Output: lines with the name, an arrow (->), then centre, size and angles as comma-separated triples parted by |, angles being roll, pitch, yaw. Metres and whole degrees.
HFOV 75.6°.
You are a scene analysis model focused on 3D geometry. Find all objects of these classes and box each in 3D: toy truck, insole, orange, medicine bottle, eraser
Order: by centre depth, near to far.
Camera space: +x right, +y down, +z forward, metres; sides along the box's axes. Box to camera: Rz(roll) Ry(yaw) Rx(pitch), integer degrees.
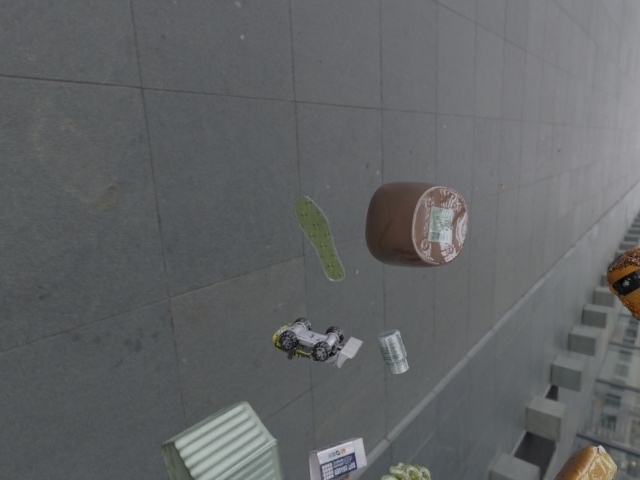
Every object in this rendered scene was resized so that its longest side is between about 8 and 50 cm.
orange -> 0.927, 0.125, 1.141 | 0.234, 0.234, 0.182 | -14, 142, -48
toy truck -> -0.014, 0.336, 1.321 | 0.136, 0.285, 0.111 | -34, 132, -60
insole -> 0.000, 0.000, 1.324 | 0.007, 0.109, 0.322 | -51, 124, -52
medicine bottle -> 0.242, 0.368, 1.366 | 0.080, 0.080, 0.131 | -19, 90, -47
eraser -> 0.083, 1.006, 1.899 | 0.287, 0.086, 0.131 | 3, 71, -39

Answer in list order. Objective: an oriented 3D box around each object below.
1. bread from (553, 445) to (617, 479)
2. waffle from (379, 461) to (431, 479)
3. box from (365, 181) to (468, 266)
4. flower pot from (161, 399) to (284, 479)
bread -> 0.849, 0.776, 1.341 | 0.241, 0.107, 0.136 | -23, 152, -35
waffle -> 0.254, 0.711, 1.010 | 0.291, 0.056, 0.310 | 28, 36, -43
box -> 0.313, -0.046, 1.321 | 0.300, 0.216, 0.301 | -3, 97, -26
flower pot -> -0.220, 0.503, 0.922 | 0.189, 0.239, 0.209 | -18, 77, -41
